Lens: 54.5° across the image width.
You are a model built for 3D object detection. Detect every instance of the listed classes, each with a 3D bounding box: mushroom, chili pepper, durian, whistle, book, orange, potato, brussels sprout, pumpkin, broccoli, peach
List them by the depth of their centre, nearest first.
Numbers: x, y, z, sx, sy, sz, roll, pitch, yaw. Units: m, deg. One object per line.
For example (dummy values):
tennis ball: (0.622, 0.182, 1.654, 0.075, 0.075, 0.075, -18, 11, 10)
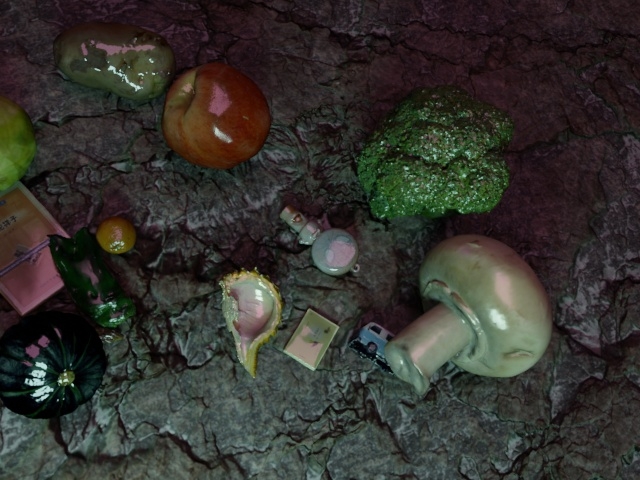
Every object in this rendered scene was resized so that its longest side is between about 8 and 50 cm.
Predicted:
pumpkin: (-0.471, 0.216, 1.090, 0.194, 0.194, 0.150, -26, 49, -24)
chili pepper: (-0.450, 0.069, 1.208, 0.098, 0.061, 0.224, -34, 88, -20)
brussels sprout: (-0.673, -0.201, 1.219, 0.223, 0.161, 0.223, 4, 73, -12)
book: (-0.592, 0.012, 1.230, 0.241, 0.018, 0.170, 46, 62, 6)
orange: (-0.413, -0.010, 1.258, 0.085, 0.085, 0.085, 6, 65, -13)
durian: (-0.147, 0.166, 1.262, 0.140, 0.078, 0.224, 5, 76, -27)
mushroom: (0.289, 0.163, 1.267, 0.336, 0.314, 0.314, -33, 79, -26)
book: (-0.019, 0.207, 1.310, 0.077, 0.014, 0.111, 33, 62, -1)
peach: (-0.213, -0.259, 1.358, 0.232, 0.257, 0.232, -13, 63, 27)
potato: (-0.452, -0.406, 1.382, 0.262, 0.165, 0.165, 13, 64, -14)
whistle: (0.000, 0.000, 1.387, 0.220, 0.057, 0.107, 38, 76, 8)
broccoli: (0.254, -0.189, 1.411, 0.321, 0.310, 0.413, 5, 31, -20)

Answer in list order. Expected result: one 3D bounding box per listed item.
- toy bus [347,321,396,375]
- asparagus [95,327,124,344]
toy bus: (0.128, 0.224, 1.319, 0.123, 0.060, 0.075, 33, 58, -2)
asparagus: (-0.460, 0.185, 1.185, 0.165, 0.030, 0.036, 1, 43, -13)
